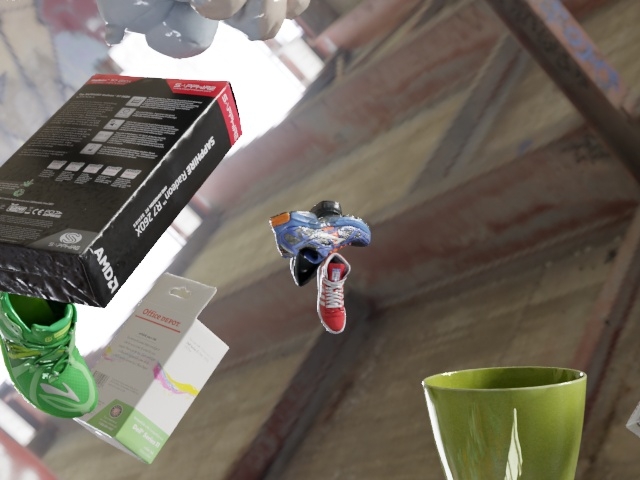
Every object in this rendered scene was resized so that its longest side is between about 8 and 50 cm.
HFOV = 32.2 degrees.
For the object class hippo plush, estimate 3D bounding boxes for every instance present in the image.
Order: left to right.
[{"bbox_3d":[-0.184,-0.319,1.401,0.236,0.294,0.234,-36,-135,34],"label":"hippo plush"}]

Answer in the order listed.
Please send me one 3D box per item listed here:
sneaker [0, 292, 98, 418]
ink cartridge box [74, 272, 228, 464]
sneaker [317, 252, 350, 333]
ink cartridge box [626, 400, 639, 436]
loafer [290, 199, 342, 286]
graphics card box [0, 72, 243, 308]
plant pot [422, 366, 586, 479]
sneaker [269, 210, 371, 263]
[{"bbox_3d":[-0.402,0.141,1.590,0.109,0.296,0.123,-38,-152,-31],"label":"sneaker"},{"bbox_3d":[-0.330,0.250,2.234,0.207,0.119,0.353,13,-117,47],"label":"ink cartridge box"},{"bbox_3d":[0.021,0.076,1.664,0.067,0.042,0.119,121,-36,-62],"label":"sneaker"},{"bbox_3d":[0.559,0.245,1.709,0.148,0.086,0.203,-56,170,-9],"label":"ink cartridge box"},{"bbox_3d":[-0.007,0.008,2.251,0.223,0.076,0.078,116,-21,-45],"label":"loafer"},{"bbox_3d":[-0.284,-0.078,1.419,0.232,0.094,0.371,7,-139,25],"label":"graphics card box"},{"bbox_3d":[0.317,0.376,1.864,0.274,0.294,0.275,-4,180,0],"label":"plant pot"},{"bbox_3d":[0.000,0.000,1.995,0.083,0.221,0.087,-13,-103,52],"label":"sneaker"}]
